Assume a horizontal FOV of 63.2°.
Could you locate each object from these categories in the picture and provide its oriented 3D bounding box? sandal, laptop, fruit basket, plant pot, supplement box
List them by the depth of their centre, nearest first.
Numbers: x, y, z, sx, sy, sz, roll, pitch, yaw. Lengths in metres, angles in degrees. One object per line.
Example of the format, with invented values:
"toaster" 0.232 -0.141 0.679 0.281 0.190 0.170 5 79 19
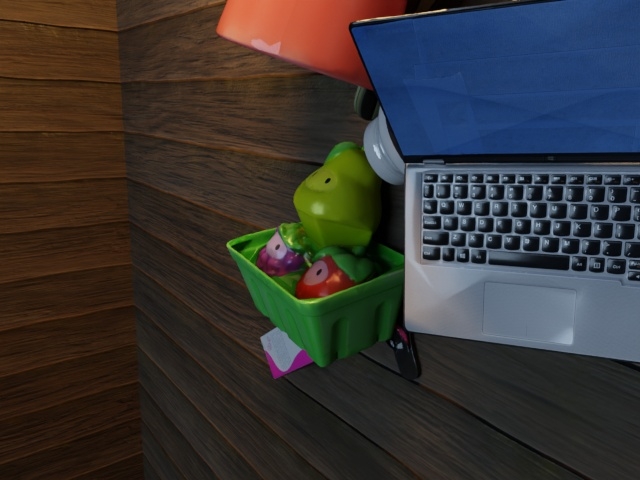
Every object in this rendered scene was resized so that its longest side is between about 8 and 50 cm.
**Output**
"laptop" 0.250 -0.029 0.582 0.382 0.236 0.407 4 102 25
"plant pot" 0.013 -0.371 0.745 0.275 0.275 0.243 38 116 42
"sandal" 0.130 -0.345 0.896 0.302 0.120 0.086 -58 39 42
"fruit basket" 0.000 0.000 1.025 0.392 0.283 0.391 39 137 48
"sandal" 0.153 0.191 1.035 0.067 0.040 0.179 -26 77 52
"supplement box" -0.037 0.240 1.237 0.220 0.114 0.111 -37 69 48

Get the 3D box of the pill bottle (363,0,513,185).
"pill bottle" 0.211 -0.191 0.761 0.323 0.182 0.181 -22 79 52
